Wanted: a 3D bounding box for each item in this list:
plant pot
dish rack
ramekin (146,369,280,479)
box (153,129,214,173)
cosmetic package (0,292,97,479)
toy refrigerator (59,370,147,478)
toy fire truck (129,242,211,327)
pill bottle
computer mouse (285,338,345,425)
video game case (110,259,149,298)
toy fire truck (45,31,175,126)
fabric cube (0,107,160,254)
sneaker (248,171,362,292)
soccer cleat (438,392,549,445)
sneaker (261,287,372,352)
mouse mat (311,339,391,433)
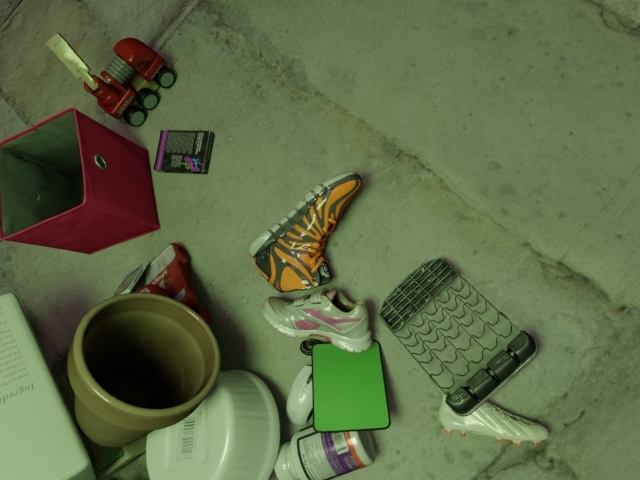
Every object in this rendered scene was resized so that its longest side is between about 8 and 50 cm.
[{"bbox_3d":[-0.359,0.268,0.794,0.263,0.263,0.229,49,119,19],"label":"plant pot"},{"bbox_3d":[0.257,0.176,0.827,0.208,0.074,0.271,-43,54,3],"label":"dish rack"},{"bbox_3d":[-0.234,0.407,0.865,0.277,0.135,0.277,-16,60,29],"label":"ramekin"},{"bbox_3d":[-0.374,-0.242,1.133,0.162,0.029,0.116,6,82,19],"label":"box"},{"bbox_3d":[-0.684,0.388,0.806,0.394,0.327,0.329,52,141,18],"label":"cosmetic package"},{"bbox_3d":[-0.532,0.422,1.020,0.102,0.094,0.270,-36,72,7],"label":"toy refrigerator"},{"bbox_3d":[-0.426,0.177,1.017,0.302,0.169,0.254,-43,45,7],"label":"toy fire truck"},{"bbox_3d":[0.005,0.431,0.847,0.193,0.108,0.108,-26,73,11],"label":"pill bottle"},{"bbox_3d":[-0.025,0.319,0.912,0.106,0.042,0.193,20,86,18],"label":"computer mouse"},{"bbox_3d":[-0.477,0.106,1.026,0.087,0.122,0.011,-34,115,20],"label":"video game case"},{"bbox_3d":[-0.563,-0.467,1.116,0.158,0.246,0.217,40,93,19],"label":"toy fire truck"},{"bbox_3d":[-0.612,-0.131,1.063,0.258,0.258,0.254,-19,74,13],"label":"fabric cube"},{"bbox_3d":[0.000,0.000,0.937,0.321,0.124,0.180,-40,75,17],"label":"sneaker"},{"bbox_3d":[0.327,0.340,0.791,0.196,0.068,0.076,0,77,20],"label":"soccer cleat"},{"bbox_3d":[-0.004,0.150,0.896,0.252,0.103,0.111,11,105,11],"label":"sneaker"},{"bbox_3d":[0.058,0.294,0.849,0.152,0.007,0.190,-4,50,2],"label":"mouse mat"}]
